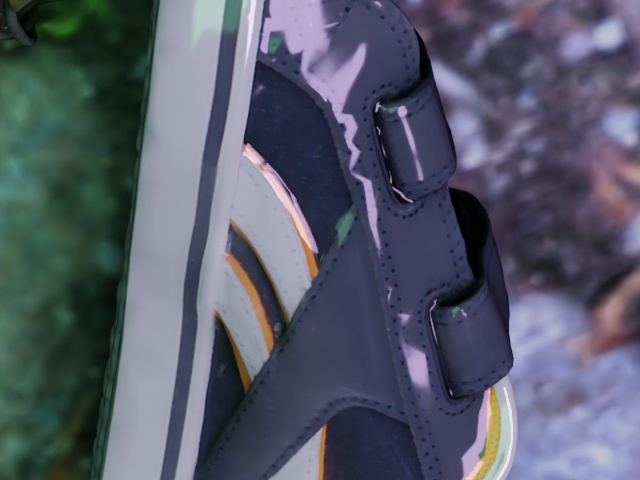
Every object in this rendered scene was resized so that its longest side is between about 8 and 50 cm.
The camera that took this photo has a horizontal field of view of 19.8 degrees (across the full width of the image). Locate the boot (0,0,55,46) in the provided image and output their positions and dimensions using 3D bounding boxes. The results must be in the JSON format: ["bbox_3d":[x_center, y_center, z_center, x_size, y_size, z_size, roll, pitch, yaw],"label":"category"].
[{"bbox_3d":[-0.156,-0.015,0.550,0.229,0.091,0.263,-41,106,9],"label":"boot"}]

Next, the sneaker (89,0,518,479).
[{"bbox_3d":[0.000,0.000,0.556,0.128,0.126,0.321,6,116,-5],"label":"sneaker"}]
